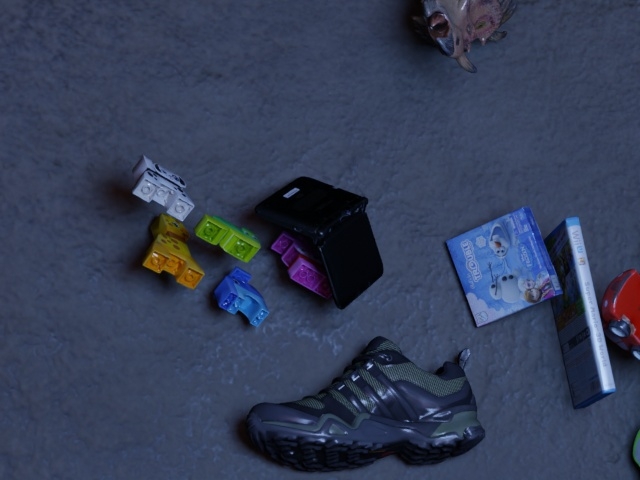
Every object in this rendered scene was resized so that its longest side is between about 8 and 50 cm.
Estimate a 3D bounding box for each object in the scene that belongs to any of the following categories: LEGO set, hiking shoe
[{"bbox_3d":[-0.105,0.000,1.811,0.227,0.093,0.087,30,108,-30],"label":"LEGO set"},{"bbox_3d":[0.037,0.149,1.818,0.226,0.086,0.114,2,63,-17],"label":"hiking shoe"}]

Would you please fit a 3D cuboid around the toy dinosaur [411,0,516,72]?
[{"bbox_3d":[0.169,-0.285,1.922,0.295,0.127,0.200,-28,91,-29],"label":"toy dinosaur"}]

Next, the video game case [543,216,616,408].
[{"bbox_3d":[0.242,0.070,1.848,0.015,0.119,0.166,-10,79,-7],"label":"video game case"}]

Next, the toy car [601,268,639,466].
[{"bbox_3d":[0.333,0.142,1.864,0.239,0.053,0.225,5,92,-41],"label":"toy car"}]

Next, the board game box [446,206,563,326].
[{"bbox_3d":[0.175,0.026,1.868,0.020,0.090,0.090,-6,73,-59],"label":"board game box"}]

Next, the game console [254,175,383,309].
[{"bbox_3d":[0.000,0.000,1.831,0.107,0.122,0.071,20,112,15],"label":"game console"}]
